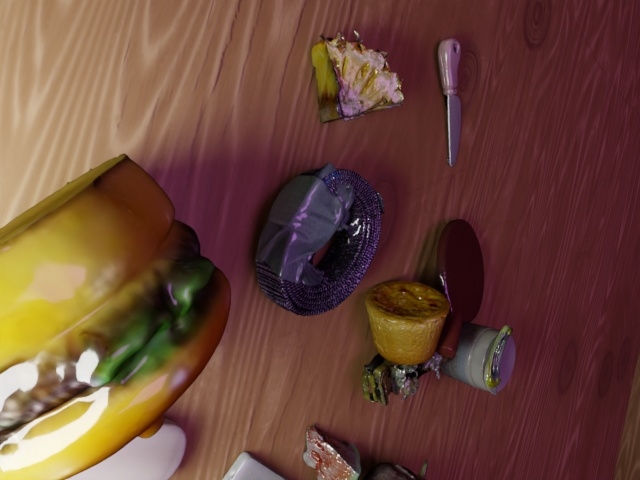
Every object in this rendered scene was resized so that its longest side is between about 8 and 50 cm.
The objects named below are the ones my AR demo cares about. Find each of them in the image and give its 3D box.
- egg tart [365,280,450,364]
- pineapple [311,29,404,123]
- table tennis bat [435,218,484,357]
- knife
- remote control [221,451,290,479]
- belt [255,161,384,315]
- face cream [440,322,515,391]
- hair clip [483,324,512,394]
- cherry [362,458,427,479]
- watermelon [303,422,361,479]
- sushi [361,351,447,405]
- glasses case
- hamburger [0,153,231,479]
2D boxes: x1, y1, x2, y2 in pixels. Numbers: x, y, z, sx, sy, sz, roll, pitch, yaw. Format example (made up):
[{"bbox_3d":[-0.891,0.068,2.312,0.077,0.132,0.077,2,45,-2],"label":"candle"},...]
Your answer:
[{"bbox_3d":[0.209,0.200,1.105,0.203,0.203,0.147,-20,120,-34],"label":"egg tart"},{"bbox_3d":[0.067,-0.336,0.987,0.236,0.114,0.186,26,80,-26],"label":"pineapple"},{"bbox_3d":[0.379,0.123,1.234,0.268,0.051,0.414,49,48,-32],"label":"table tennis bat"},{"bbox_3d":[0.361,-0.375,1.248,0.081,0.043,0.335,-25,116,-40],"label":"knife"},{"bbox_3d":[-0.113,0.557,0.985,0.103,0.034,0.250,-53,123,-19],"label":"remote control"},{"bbox_3d":[0.000,0.000,0.956,0.260,0.122,0.324,45,71,-39],"label":"belt"},{"bbox_3d":[0.453,0.332,1.318,0.177,0.153,0.177,-7,101,-38],"label":"face cream"},{"bbox_3d":[0.471,0.315,1.211,0.060,0.033,0.188,20,85,-36],"label":"hair clip"},{"bbox_3d":[0.193,0.682,1.123,0.296,0.218,0.255,-52,127,-5],"label":"cherry"},{"bbox_3d":[0.024,0.518,1.044,0.098,0.121,0.158,-47,118,1],"label":"watermelon"},{"bbox_3d":[0.225,0.335,1.162,0.291,0.131,0.139,-16,106,-45],"label":"sushi"},{"bbox_3d":[-0.363,0.335,0.743,0.297,0.075,0.113,30,76,-37],"label":"glasses case"},{"bbox_3d":[-0.303,0.093,0.578,0.396,0.396,0.277,-43,118,-26],"label":"hamburger"}]
